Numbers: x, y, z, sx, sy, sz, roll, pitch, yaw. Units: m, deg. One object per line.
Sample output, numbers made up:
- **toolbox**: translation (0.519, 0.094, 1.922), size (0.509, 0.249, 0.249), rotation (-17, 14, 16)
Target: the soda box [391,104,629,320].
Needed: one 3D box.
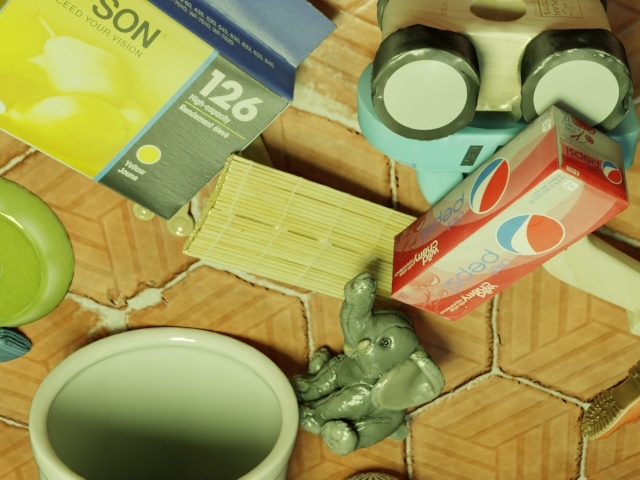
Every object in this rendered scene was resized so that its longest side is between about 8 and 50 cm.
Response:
- **soda box**: translation (0.180, -0.017, 0.935), size (0.092, 0.083, 0.263), rotation (23, 140, -22)

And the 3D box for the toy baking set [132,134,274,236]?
- **toy baking set**: translation (-0.163, -0.103, 1.139), size (0.197, 0.030, 0.256), rotation (-13, 118, 9)

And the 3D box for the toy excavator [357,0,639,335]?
- **toy excavator**: translation (0.258, -0.080, 1.061), size (0.433, 0.222, 0.445), rotation (2, 132, 3)

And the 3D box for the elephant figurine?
- **elephant figurine**: translation (0.079, 0.158, 1.201), size (0.169, 0.186, 0.239), rotation (44, 118, 14)

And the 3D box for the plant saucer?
- **plant saucer**: translation (-0.448, 0.025, 1.218), size (0.241, 0.037, 0.240), rotation (1, 120, 1)

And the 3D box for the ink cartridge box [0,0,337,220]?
- **ink cartridge box**: translation (-0.187, -0.193, 0.989), size (0.304, 0.072, 0.307), rotation (31, 121, -33)

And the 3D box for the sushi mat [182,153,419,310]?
- **sushi mat**: translation (0.000, 0.000, 1.149), size (0.317, 0.019, 0.151), rotation (18, 118, -27)

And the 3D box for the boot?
- **boot**: translation (0.441, 0.237, 1.296), size (0.085, 0.059, 0.158), rotation (35, 114, -22)

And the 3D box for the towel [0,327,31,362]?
- **towel**: translation (-0.468, 0.155, 1.287), size (0.120, 0.029, 0.067), rotation (-21, 150, 15)

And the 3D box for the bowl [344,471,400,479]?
- **bowl**: translation (0.078, 0.403, 1.387), size (0.170, 0.080, 0.170), rotation (1, 119, 2)

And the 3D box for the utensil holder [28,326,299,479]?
- **utensil holder**: translation (-0.207, 0.366, 1.239), size (0.328, 0.327, 0.385), rotation (6, 120, -1)
